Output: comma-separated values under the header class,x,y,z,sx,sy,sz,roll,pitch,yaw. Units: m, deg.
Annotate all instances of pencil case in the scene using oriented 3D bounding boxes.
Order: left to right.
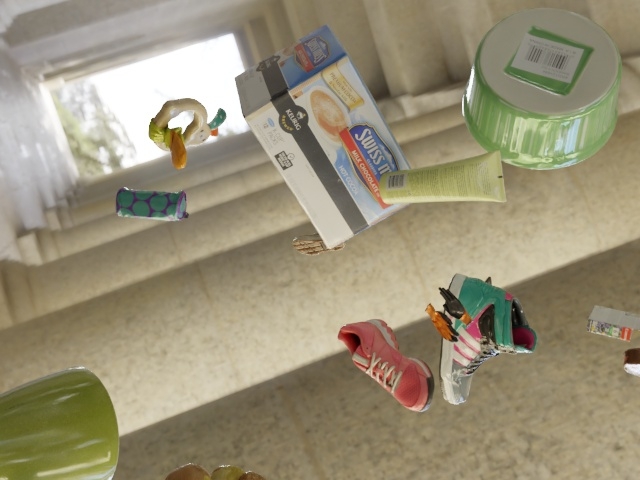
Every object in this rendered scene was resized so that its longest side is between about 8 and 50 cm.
class,x,y,z,sx,sy,sz,roll,pitch,yaw
pencil case,-0.358,-0.078,1.894,0.070,0.151,0.065,-70,160,-52

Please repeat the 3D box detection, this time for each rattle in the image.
class,x,y,z,sx,sy,sz,roll,pitch,yaw
rattle,-0.235,-0.206,1.787,0.142,0.130,0.199,31,12,34

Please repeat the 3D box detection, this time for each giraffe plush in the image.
class,x,y,z,sx,sy,sz,roll,pitch,yaw
giraffe plush,-0.180,0.391,1.264,0.170,0.181,0.210,50,24,-36

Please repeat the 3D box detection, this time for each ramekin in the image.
class,x,y,z,sx,sy,sz,roll,pitch,yaw
ramekin,0.428,-0.301,1.713,0.148,0.303,0.303,79,-12,-60

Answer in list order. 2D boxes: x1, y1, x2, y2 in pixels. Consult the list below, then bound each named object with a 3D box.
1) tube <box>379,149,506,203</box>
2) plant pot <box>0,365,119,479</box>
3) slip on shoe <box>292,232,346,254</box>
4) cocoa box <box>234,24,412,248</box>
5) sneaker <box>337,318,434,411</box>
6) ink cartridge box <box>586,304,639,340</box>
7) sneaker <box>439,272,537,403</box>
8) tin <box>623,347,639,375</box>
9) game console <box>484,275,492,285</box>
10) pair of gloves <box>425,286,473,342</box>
class,x,y,z,sx,sy,sz,roll,pitch,yaw
tube,0.224,-0.105,1.632,0.070,0.240,0.062,51,47,-38
plant pot,-0.614,0.413,1.823,0.274,0.293,0.275,1,-88,42
slip on shoe,0.000,0.000,2.078,0.051,0.135,0.041,62,35,-30
cocoa box,0.017,-0.209,1.786,0.347,0.228,0.231,57,7,-29
sneaker,0.143,0.298,2.101,0.314,0.136,0.116,46,-59,47
ink cartridge box,0.546,0.153,1.611,0.063,0.115,0.029,-38,135,-55
sneaker,0.344,0.217,1.806,0.124,0.178,0.296,-42,138,-54
tin,0.688,0.249,1.740,0.106,0.189,0.040,85,17,-65
game console,0.398,0.166,2.006,0.124,0.144,0.085,31,-59,14
pair of gloves,0.193,0.114,1.354,0.074,0.010,0.083,53,-35,22
